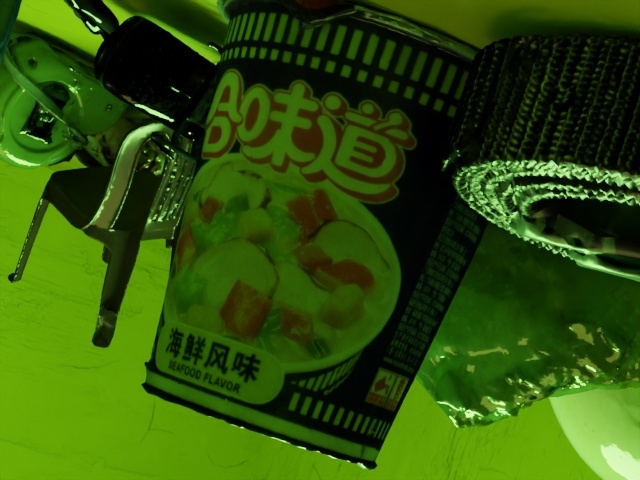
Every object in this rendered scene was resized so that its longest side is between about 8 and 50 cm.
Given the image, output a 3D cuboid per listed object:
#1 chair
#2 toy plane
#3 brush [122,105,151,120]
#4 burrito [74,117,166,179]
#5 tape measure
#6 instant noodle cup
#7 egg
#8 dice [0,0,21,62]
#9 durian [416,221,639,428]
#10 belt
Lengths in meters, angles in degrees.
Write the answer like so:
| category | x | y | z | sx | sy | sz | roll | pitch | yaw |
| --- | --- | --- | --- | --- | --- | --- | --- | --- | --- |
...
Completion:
| category | x | y | z | sx | sy | sz | roll | pitch | yaw |
| --- | --- | --- | --- | --- | --- | --- | --- | --- | --- |
| chair | -0.229 | -0.054 | 1.626 | 0.176 | 0.326 | 0.183 | -8 | -142 | -46 |
| toy plane | -0.120 | -0.137 | 1.253 | 0.155 | 0.106 | 0.382 | 35 | -175 | 26 |
| brush | -0.343 | -0.193 | 1.685 | 0.337 | 0.085 | 0.020 | 11 | 166 | 23 |
| burrito | -0.236 | -0.114 | 1.820 | 0.175 | 0.107 | 0.348 | 40 | -176 | 33 |
| tape measure | -0.323 | -0.156 | 1.557 | 0.177 | 0.154 | 0.087 | 31 | -172 | -45 |
| instant noodle cup | 0.000 | 0.000 | 1.062 | 0.284 | 0.312 | 0.284 | 19 | 174 | 2 |
| egg | 0.427 | 0.179 | 1.601 | 0.345 | 0.283 | 0.283 | 25 | 179 | 29 |
| dice | -0.334 | -0.198 | 1.132 | 0.146 | 0.143 | 0.146 | 21 | 175 | -23 |
| durian | 0.188 | 0.037 | 1.198 | 0.340 | 0.255 | 0.204 | -21 | 143 | 36 |
| belt | 0.246 | -0.035 | 0.886 | 0.325 | 0.122 | 0.260 | 15 | 167 | 17 |
